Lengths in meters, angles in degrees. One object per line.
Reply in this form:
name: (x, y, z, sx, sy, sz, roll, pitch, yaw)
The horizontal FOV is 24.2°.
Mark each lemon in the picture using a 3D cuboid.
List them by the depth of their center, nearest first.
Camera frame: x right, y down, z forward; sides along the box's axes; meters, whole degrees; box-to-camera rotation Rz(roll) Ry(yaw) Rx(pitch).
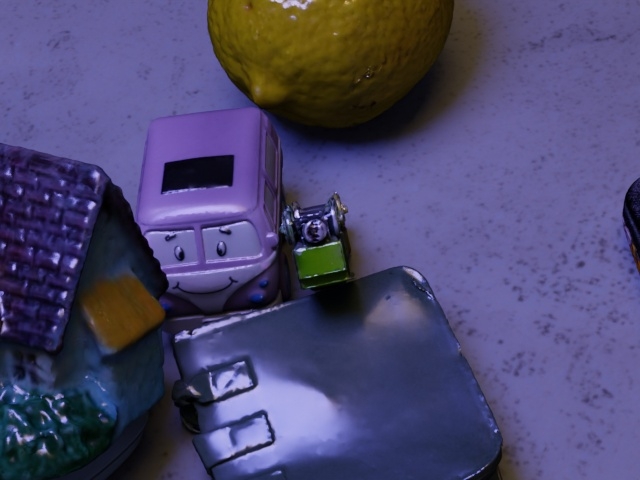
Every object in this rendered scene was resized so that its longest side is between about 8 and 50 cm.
lemon: (0.012, -0.244, 1.551, 0.267, 0.267, 0.267, -4, 50, 5)

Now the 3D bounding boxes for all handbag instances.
handbag: (0.010, 0.161, 1.317, 0.260, 0.079, 0.247, -16, 49, -5)

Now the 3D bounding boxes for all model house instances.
model house: (-0.282, 0.025, 1.267, 0.281, 0.248, 0.230, 12, 30, 27)

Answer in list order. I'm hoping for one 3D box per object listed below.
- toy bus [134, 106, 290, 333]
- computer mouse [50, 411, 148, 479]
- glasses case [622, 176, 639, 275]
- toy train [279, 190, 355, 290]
toy bus: (-0.105, -0.020, 1.433, 0.142, 0.142, 0.202, -5, 43, 4)
computer mouse: (-0.293, 0.192, 1.323, 0.288, 0.097, 0.159, -40, 54, -22)
glasses case: (0.367, 0.054, 1.350, 0.122, 0.082, 0.321, -10, 48, -2)
toy train: (0.000, 0.000, 1.397, 0.060, 0.202, 0.081, -12, 94, 3)
